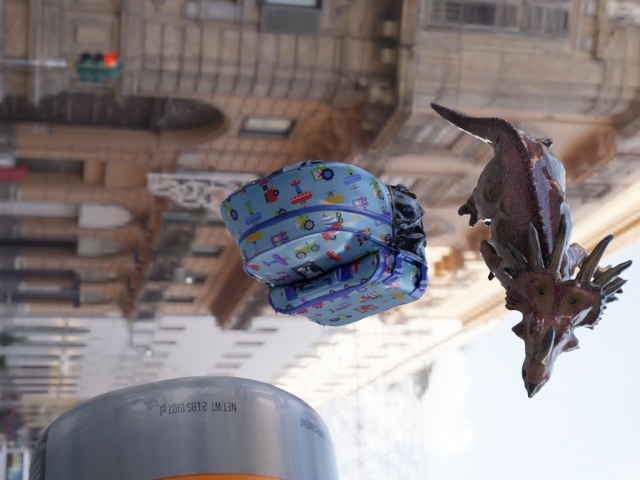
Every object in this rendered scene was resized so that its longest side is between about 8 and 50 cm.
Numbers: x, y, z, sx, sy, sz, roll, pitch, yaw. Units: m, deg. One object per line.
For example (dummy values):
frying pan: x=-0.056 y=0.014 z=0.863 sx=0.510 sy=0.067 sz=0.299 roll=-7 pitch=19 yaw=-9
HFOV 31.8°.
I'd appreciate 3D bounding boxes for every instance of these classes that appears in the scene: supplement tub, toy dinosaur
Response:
supplement tub: x=-0.073 y=0.270 z=0.670 sx=0.207 sy=0.207 sz=0.338 roll=109 pitch=-23 yaw=-51
toy dinosaur: x=0.194 y=-0.019 z=1.029 sx=0.200 sy=0.127 sz=0.295 roll=22 pitch=46 yaw=-78

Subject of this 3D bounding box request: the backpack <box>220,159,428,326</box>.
backpack: x=0.000 y=0.000 z=1.021 sx=0.173 sy=0.158 sz=0.117 roll=27 pitch=50 yaw=-55
